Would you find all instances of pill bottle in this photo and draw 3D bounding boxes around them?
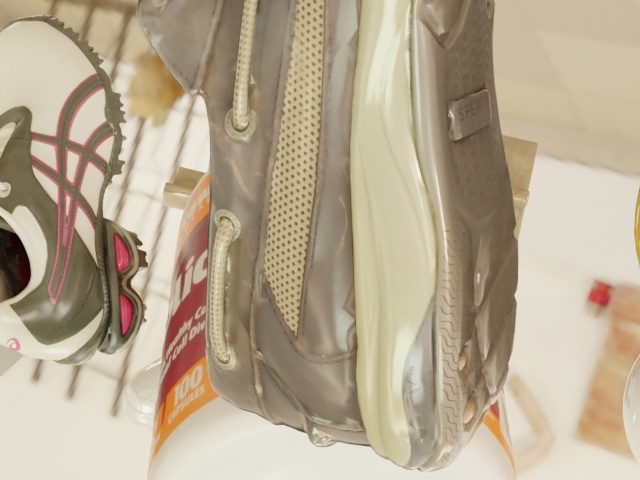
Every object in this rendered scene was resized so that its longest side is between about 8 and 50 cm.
[{"bbox_3d":[0.007,0.058,1.030,0.224,0.392,0.224,0,127,0],"label":"pill bottle"}]

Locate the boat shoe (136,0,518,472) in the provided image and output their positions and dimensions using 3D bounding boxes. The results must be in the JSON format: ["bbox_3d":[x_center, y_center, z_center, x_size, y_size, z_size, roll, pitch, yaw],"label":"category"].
[{"bbox_3d":[-0.004,-0.090,0.555,0.130,0.356,0.132,1,-173,19],"label":"boat shoe"}]

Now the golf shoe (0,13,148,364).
[{"bbox_3d":[-0.202,-0.046,1.075,0.105,0.273,0.120,-30,156,35],"label":"golf shoe"}]

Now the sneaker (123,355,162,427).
[{"bbox_3d":[-0.107,0.115,1.842,0.108,0.292,0.169,56,157,35],"label":"sneaker"}]

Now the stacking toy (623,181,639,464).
[{"bbox_3d":[0.311,-0.020,0.930,0.350,0.350,0.480,21,123,12],"label":"stacking toy"}]

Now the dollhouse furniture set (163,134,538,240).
[{"bbox_3d":[0.000,0.000,1.453,0.355,0.174,0.303,13,159,3],"label":"dollhouse furniture set"}]

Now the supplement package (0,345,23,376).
[{"bbox_3d":[-0.426,0.055,1.509,0.203,0.194,0.149,-7,-167,12],"label":"supplement package"}]
